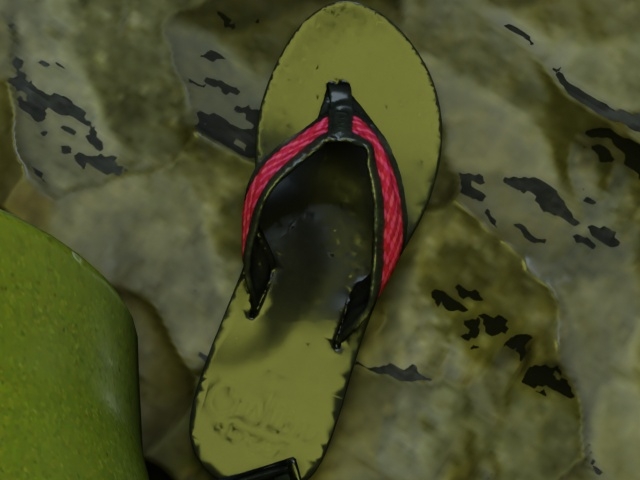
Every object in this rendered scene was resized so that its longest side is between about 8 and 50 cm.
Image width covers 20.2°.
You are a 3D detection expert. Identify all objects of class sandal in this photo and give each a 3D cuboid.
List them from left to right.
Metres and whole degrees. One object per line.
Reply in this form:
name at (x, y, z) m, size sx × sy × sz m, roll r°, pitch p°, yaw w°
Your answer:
sandal at (0.000, 0.000, 0.625) m, size 0.067 × 0.040 × 0.179 m, roll 14°, pitch 78°, yaw 3°

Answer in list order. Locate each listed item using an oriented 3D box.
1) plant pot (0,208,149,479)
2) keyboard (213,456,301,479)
plant pot at (-0.171, 0.176, 0.452) m, size 0.366 × 0.366 × 0.353 m, roll -1°, pitch 66°, yaw -1°
keyboard at (0.000, 0.170, 0.598) m, size 0.100 × 0.038 × 0.192 m, roll -18°, pitch 80°, yaw 18°
